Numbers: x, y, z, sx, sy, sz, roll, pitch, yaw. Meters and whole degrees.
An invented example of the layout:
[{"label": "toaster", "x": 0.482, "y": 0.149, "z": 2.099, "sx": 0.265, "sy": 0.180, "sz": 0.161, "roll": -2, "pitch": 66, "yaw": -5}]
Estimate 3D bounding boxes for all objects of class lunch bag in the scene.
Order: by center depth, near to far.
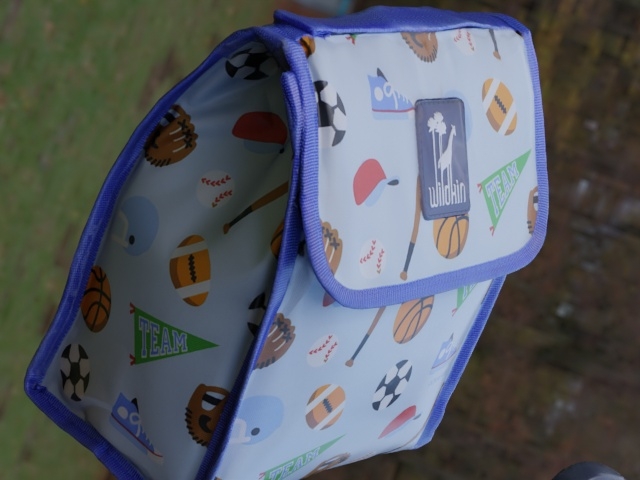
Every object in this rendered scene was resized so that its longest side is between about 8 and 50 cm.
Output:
[{"label": "lunch bag", "x": 0.000, "y": 0.000, "z": 1.471, "sx": 0.328, "sy": 0.239, "sz": 0.385, "roll": -10, "pitch": 130, "yaw": -52}]

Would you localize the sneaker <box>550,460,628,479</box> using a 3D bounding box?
[{"label": "sneaker", "x": 0.311, "y": 0.326, "z": 1.761, "sx": 0.112, "sy": 0.319, "sz": 0.131, "roll": -44, "pitch": -142, "yaw": -4}]
